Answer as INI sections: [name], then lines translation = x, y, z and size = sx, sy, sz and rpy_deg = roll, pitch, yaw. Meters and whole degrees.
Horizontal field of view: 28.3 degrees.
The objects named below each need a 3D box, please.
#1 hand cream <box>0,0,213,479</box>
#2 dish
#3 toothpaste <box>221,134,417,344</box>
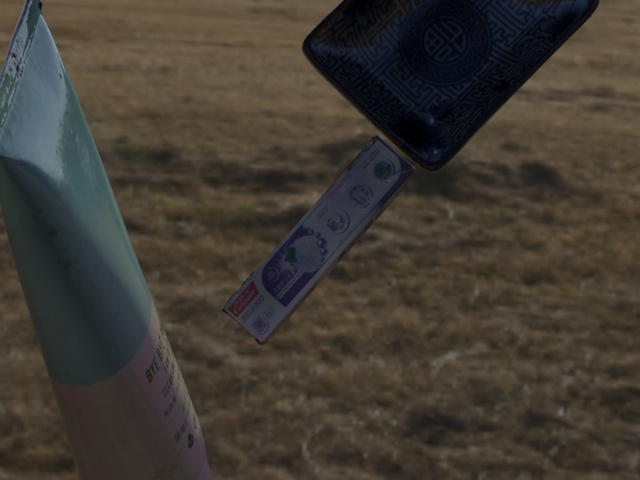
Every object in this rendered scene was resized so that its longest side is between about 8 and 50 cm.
[hand cream]
translation = -0.113, 0.042, 0.621
size = 0.070, 0.312, 0.111
rpy_deg = -7, 38, 6
[dish]
translation = 0.123, -0.201, 1.234
size = 0.182, 0.243, 0.080
rpy_deg = 44, -5, 4
[toothpaste]
translation = 0.000, 0.000, 1.057
size = 0.047, 0.196, 0.040
rpy_deg = 41, -3, 5
